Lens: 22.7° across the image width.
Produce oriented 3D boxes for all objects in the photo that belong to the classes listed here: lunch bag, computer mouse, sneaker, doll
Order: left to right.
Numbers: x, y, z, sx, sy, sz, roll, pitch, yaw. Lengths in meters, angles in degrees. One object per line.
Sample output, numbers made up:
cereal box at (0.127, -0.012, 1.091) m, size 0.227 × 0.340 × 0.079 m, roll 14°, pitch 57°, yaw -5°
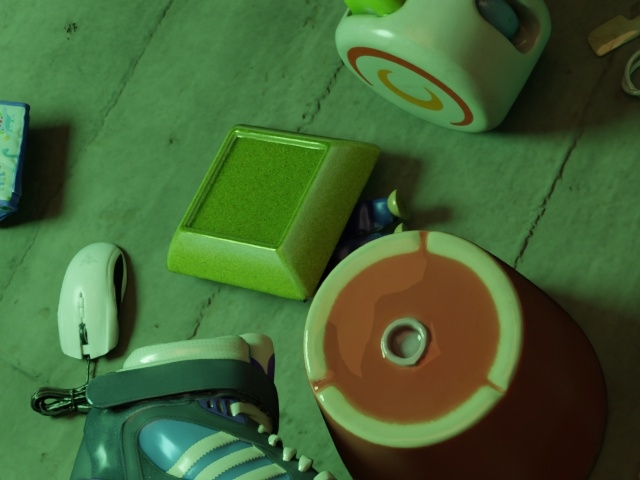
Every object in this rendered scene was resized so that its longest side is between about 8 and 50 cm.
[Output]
lunch bag at (-0.391, -0.085, 1.763) m, size 0.151 × 0.096 × 0.129 m, roll -7°, pitch 67°, yaw 25°
computer mouse at (-0.248, 0.088, 1.682) m, size 0.106 × 0.042 × 0.193 m, roll -6°, pitch 68°, yaw 16°
sneaker at (-0.049, 0.173, 1.350) m, size 0.323 × 0.130 × 0.236 m, roll 7°, pitch 52°, yaw 20°
doll at (0.000, 0.000, 1.636) m, size 0.189 × 0.046 × 0.129 m, roll -16°, pitch 67°, yaw 18°

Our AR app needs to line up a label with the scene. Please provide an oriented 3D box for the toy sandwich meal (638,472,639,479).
toy sandwich meal at (0.334, 0.202, 1.466) m, size 0.085 × 0.029 × 0.085 m, roll -7°, pitch 64°, yaw 13°

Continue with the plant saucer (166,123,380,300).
plant saucer at (-0.058, -0.043, 1.635) m, size 0.188 × 0.045 × 0.188 m, roll 11°, pitch 65°, yaw 34°

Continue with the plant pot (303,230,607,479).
plant pot at (0.109, 0.121, 1.447) m, size 0.275 × 0.243 × 0.275 m, roll -6°, pitch 69°, yaw 16°

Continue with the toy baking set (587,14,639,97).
toy baking set at (0.406, -0.204, 1.595) m, size 0.256 × 0.030 × 0.197 m, roll 31°, pitch 81°, yaw 25°

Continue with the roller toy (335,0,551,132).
roller toy at (0.126, -0.211, 1.599) m, size 0.191 × 0.209 × 0.146 m, roll 28°, pitch 79°, yaw 11°
